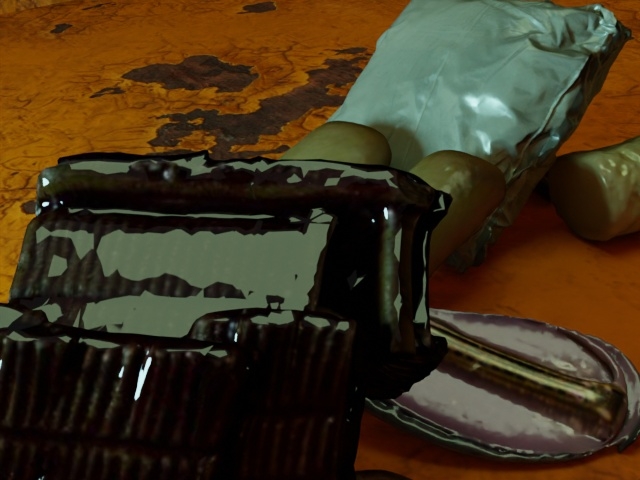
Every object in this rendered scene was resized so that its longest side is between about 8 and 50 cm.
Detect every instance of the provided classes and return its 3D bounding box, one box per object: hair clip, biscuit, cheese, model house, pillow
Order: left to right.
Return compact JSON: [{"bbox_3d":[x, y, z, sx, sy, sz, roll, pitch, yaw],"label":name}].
[{"bbox_3d":[-0.088,0.132,0.724,0.317,0.297,0.283,5,54,4],"label":"model house"},{"bbox_3d":[0.000,0.000,1.057,0.236,0.062,0.290,22,55,43],"label":"biscuit"},{"bbox_3d":[0.068,0.077,0.886,0.358,0.096,0.110,26,23,14],"label":"hair clip"},{"bbox_3d":[0.131,-0.127,1.214,0.310,0.138,0.283,26,84,53],"label":"pillow"},{"bbox_3d":[0.321,-0.062,1.163,0.167,0.094,0.123,-13,20,-16],"label":"cheese"}]

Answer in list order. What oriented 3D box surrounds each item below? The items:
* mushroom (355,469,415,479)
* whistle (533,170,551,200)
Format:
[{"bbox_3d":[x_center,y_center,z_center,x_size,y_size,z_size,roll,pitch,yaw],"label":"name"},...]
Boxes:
[{"bbox_3d":[0.051,0.203,0.665,0.116,0.093,0.225,17,6,-23],"label":"mushroom"},{"bbox_3d":[0.228,-0.088,1.313,0.033,0.033,0.176,-9,25,-6],"label":"whistle"}]
